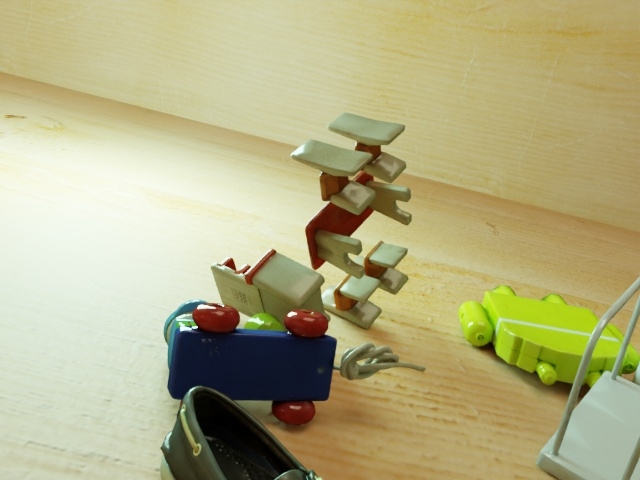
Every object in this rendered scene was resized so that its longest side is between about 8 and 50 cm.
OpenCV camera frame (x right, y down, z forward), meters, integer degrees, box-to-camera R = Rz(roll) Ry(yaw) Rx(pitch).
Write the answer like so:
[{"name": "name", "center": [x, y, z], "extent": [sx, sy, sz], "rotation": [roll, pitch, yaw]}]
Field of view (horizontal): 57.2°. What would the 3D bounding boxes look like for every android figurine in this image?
[{"name": "android figurine", "center": [0.331, 0.138, 0.853], "extent": [0.248, 0.056, 0.273], "rotation": [10, 17, 2]}]

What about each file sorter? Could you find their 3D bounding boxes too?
[{"name": "file sorter", "center": [0.388, 0.175, 0.536], "extent": [0.278, 0.173, 0.193], "rotation": [27, 34, 35]}]

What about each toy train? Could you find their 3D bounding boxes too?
[{"name": "toy train", "center": [-0.035, 0.113, 0.604], "extent": [0.248, 0.105, 0.143], "rotation": [7, 4, -23]}]

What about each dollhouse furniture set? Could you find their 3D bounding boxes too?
[{"name": "dollhouse furniture set", "center": [0.000, 0.000, 0.760], "extent": [0.135, 0.262, 0.259], "rotation": [22, 49, 30]}]

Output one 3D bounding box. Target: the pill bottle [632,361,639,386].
[{"name": "pill bottle", "center": [0.575, 0.184, 0.698], "extent": [0.334, 0.187, 0.188], "rotation": [24, 19, 32]}]

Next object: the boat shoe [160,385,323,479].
[{"name": "boat shoe", "center": [-0.033, 0.183, 0.398], "extent": [0.228, 0.068, 0.081], "rotation": [27, 21, 38]}]
